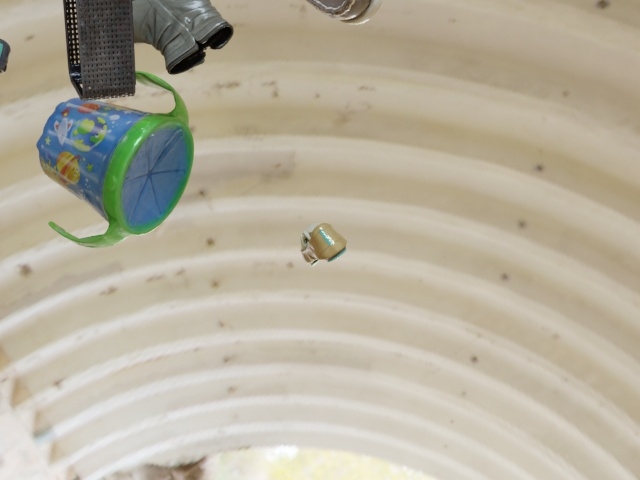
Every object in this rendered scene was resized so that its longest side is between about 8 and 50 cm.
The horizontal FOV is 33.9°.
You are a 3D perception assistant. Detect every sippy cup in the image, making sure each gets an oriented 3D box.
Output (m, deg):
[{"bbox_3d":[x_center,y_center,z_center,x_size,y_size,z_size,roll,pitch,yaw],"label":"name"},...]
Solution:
[{"bbox_3d":[-0.390,-0.155,1.944,0.224,0.305,0.240,23,-45,21],"label":"sippy cup"}]

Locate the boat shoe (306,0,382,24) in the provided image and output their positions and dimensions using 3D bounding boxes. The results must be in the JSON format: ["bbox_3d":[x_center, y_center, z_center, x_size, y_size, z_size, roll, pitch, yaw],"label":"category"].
[{"bbox_3d":[-0.047,-0.364,1.112,0.116,0.096,0.324,-38,-106,36],"label":"boat shoe"}]

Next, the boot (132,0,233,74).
[{"bbox_3d":[-0.276,-0.339,1.750,0.161,0.246,0.083,64,11,24],"label":"boot"}]

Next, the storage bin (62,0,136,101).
[{"bbox_3d":[-0.337,-0.314,1.595,0.122,0.084,0.180,-130,-144,-54],"label":"storage bin"}]

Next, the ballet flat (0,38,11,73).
[{"bbox_3d":[-0.556,-0.297,1.684,0.203,0.074,0.074,7,-51,47],"label":"ballet flat"}]

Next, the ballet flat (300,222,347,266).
[{"bbox_3d":[0.000,0.000,1.929,0.073,0.080,0.232,53,-11,-3],"label":"ballet flat"}]
